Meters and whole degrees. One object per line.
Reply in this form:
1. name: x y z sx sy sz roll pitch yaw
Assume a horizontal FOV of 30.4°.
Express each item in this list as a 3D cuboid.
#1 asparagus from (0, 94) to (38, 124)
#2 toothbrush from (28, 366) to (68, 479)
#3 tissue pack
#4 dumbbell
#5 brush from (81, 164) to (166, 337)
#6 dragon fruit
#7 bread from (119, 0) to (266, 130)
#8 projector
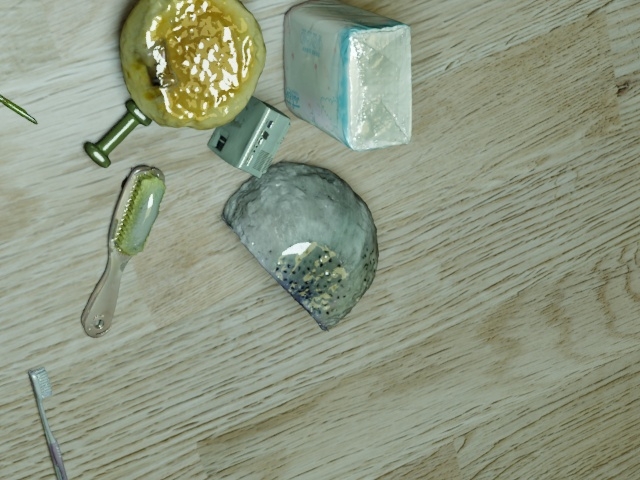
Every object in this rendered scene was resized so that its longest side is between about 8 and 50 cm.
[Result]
1. asparagus: -0.502 -0.226 1.810 0.166 0.013 0.016 35 133 -30
2. toothbrush: -0.452 0.377 2.048 0.029 0.024 0.354 -20 115 -26
3. tissue pack: 0.040 -0.270 1.897 0.124 0.271 0.201 -6 110 -22
4. dumbbell: -0.325 -0.171 1.894 0.118 0.046 0.052 -47 115 -3
5. brush: -0.327 0.027 1.957 0.072 0.067 0.313 16 103 -30
6. dragon fruit: 0.000 0.000 2.012 0.204 0.221 0.283 -43 118 1
7. bread: -0.209 -0.293 1.855 0.244 0.134 0.244 -7 110 -20
8. projector: -0.115 -0.175 1.931 0.061 0.147 0.115 26 96 -30
